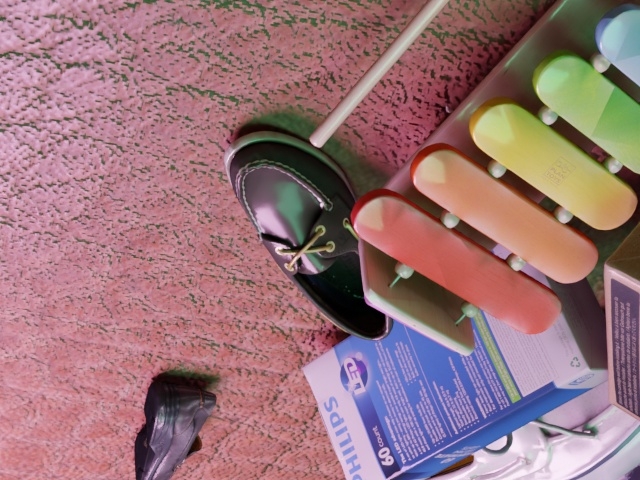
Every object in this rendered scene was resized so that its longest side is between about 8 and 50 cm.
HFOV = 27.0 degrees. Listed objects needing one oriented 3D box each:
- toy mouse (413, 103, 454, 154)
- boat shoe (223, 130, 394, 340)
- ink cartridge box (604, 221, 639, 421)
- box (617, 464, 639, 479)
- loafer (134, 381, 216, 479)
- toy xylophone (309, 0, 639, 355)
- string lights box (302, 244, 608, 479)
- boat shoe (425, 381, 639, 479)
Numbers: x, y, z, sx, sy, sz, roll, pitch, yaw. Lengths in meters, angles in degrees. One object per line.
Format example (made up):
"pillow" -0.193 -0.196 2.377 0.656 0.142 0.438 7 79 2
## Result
"toy mouse" 0.112 -0.049 1.049 0.143 0.031 0.161 -29 135 23
"boat shoe" 0.000 0.000 1.061 0.081 0.069 0.228 -24 137 19
"ink cartridge box" 0.316 0.016 1.017 0.235 0.088 0.193 -45 146 -23
"box" 0.416 0.289 1.249 0.312 0.343 0.179 -35 134 28
"loafer" -0.143 0.200 1.282 0.061 0.062 0.170 2 140 -18
"toy xylophone" 0.136 -0.070 0.949 0.236 0.081 0.323 22 116 -28
"string lights box" 0.116 0.109 1.141 0.259 0.133 0.076 -35 156 32
"boat shoe" 0.163 0.162 1.243 0.156 0.136 0.367 28 138 -30
